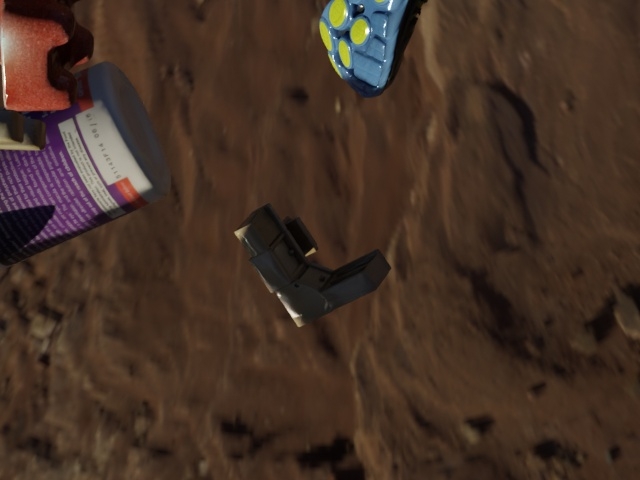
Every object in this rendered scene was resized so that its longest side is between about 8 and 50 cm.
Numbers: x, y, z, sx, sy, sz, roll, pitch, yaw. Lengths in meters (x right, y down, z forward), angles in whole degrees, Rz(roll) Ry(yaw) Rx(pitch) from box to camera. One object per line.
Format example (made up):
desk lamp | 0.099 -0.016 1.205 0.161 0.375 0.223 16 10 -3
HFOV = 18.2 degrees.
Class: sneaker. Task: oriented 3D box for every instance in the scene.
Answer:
sneaker | 0.054 -0.163 1.258 0.067 0.078 0.188 48 139 26

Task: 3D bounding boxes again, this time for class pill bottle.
pill bottle | -0.215 -0.043 1.433 0.193 0.108 0.108 -24 102 7

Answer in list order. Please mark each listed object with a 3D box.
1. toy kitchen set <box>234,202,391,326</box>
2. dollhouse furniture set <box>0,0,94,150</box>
toy kitchen set | 0.000 0.000 1.417 0.075 0.068 0.083 -26 104 33
dollhouse furniture set | -0.177 -0.225 0.895 0.152 0.201 0.374 5 89 3
